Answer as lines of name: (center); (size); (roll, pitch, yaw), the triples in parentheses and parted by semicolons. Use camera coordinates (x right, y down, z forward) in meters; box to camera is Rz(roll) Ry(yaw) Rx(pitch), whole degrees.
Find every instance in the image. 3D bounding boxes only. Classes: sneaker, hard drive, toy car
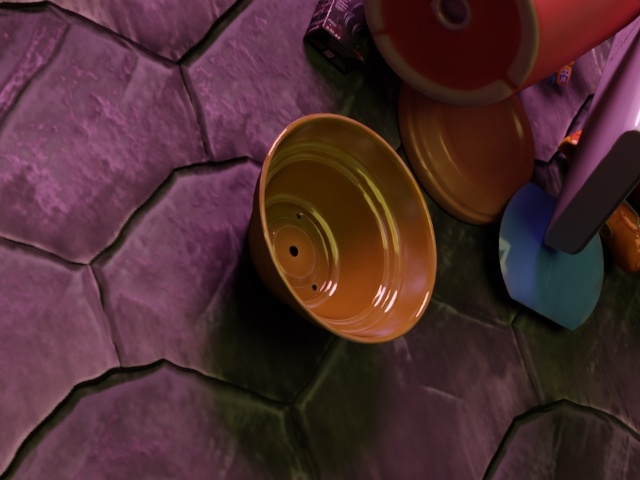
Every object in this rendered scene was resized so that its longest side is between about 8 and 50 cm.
sneaker: (0.319, -0.041, 1.775); (0.067, 0.064, 0.175); (-19, 82, -26)
hard drive: (0.343, -0.180, 1.650); (0.047, 0.233, 0.353); (25, 58, -1)
toy car: (0.256, -0.190, 1.768); (0.122, 0.060, 0.040); (6, 101, -35)

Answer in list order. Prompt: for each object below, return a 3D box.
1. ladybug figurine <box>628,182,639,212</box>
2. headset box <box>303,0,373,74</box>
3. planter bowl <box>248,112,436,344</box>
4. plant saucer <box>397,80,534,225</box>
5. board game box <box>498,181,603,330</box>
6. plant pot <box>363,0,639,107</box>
ladybug figurine: (0.498, -0.121, 1.878); (0.449, 0.162, 0.305); (-15, 95, -47)
headset box: (0.025, -0.221, 1.574); (0.062, 0.032, 0.083); (40, 52, -25)
planter bowl: (0.000, 0.000, 1.420); (0.217, 0.090, 0.217); (19, 61, -38)
plant saucer: (0.165, -0.115, 1.663); (0.200, 0.037, 0.200); (19, 61, -38)
board game box: (0.241, 0.021, 1.684); (0.168, 0.033, 0.133); (27, 67, -34)
plant pot: (0.185, -0.274, 1.573); (0.275, 0.275, 0.243); (57, 45, -11)
